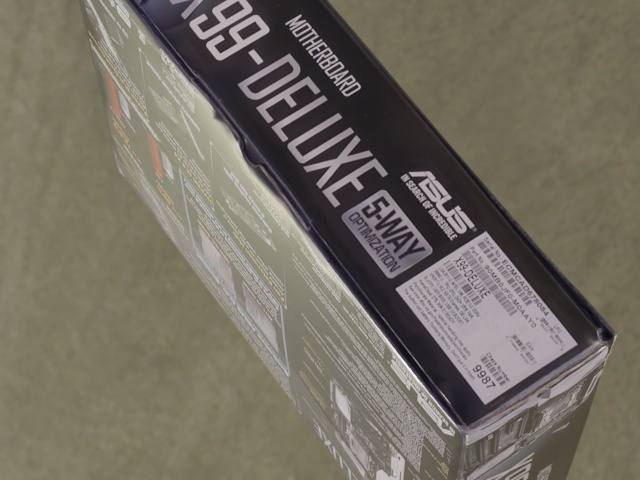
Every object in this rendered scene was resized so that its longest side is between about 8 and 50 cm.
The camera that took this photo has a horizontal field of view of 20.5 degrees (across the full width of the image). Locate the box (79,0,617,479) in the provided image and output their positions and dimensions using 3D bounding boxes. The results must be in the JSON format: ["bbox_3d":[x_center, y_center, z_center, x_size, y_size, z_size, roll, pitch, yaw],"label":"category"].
[{"bbox_3d":[0.000,0.000,0.834,0.307,0.076,0.242,52,165,23],"label":"box"}]
